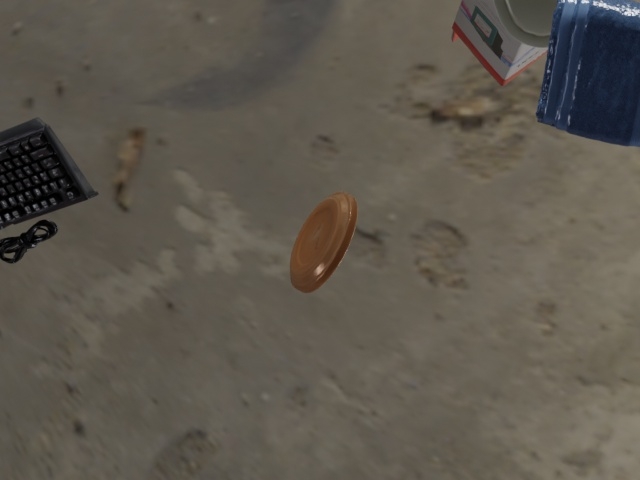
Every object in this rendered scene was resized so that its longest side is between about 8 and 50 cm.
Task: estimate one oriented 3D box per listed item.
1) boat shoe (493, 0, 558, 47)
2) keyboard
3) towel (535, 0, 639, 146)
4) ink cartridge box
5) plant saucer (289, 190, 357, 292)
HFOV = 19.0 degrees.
[{"bbox_3d":[0.162,-0.304,1.460,0.109,0.091,0.305,-3,108,11],"label":"boat shoe"},{"bbox_3d":[-0.259,-0.029,1.537,0.108,0.180,0.023,57,39,-22],"label":"keyboard"},{"bbox_3d":[0.161,-0.072,0.873,0.119,0.029,0.067,14,112,13],"label":"towel"},{"bbox_3d":[0.196,-0.221,1.707,0.134,0.231,0.078,-38,83,-8],"label":"ink cartridge box"},{"bbox_3d":[0.000,0.000,1.462,0.013,0.083,0.083,26,88,-22],"label":"plant saucer"}]
